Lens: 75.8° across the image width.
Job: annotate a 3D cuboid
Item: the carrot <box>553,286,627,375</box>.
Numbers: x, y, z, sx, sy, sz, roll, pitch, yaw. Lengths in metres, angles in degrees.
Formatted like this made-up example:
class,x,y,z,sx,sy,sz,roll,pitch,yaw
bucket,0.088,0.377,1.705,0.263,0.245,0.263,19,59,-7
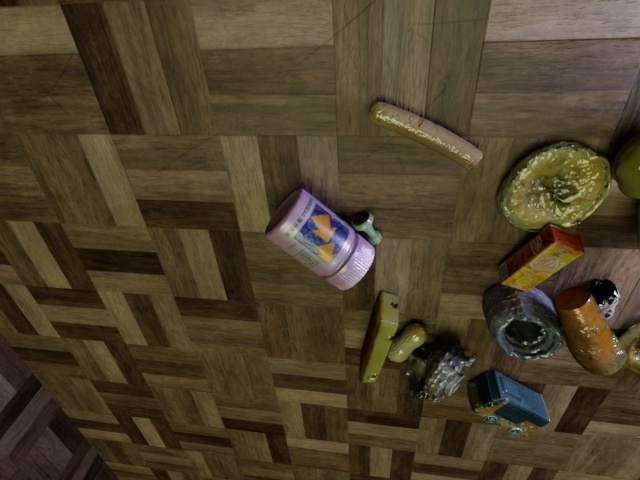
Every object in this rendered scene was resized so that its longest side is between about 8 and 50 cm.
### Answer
class,x,y,z,sx,sy,sz,roll,pitch,yaw
carrot,0.772,0.273,1.190,0.138,0.139,0.302,-29,112,29

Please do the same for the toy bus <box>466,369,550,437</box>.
class,x,y,z,sx,sy,sz,roll,pitch,yaw
toy bus,0.719,0.626,1.582,0.275,0.138,0.167,28,126,-13

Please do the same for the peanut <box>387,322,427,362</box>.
class,x,y,z,sx,sy,sz,roll,pitch,yaw
peanut,0.311,0.377,1.498,0.087,0.087,0.207,27,128,-10

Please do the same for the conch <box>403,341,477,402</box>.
class,x,y,z,sx,sy,sz,roll,pitch,yaw
conch,0.420,0.480,1.467,0.186,0.241,0.313,44,137,-6

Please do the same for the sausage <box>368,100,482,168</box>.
class,x,y,z,sx,sy,sz,roll,pitch,yaw
sausage,0.260,-0.266,1.024,0.301,0.066,0.066,23,128,-9

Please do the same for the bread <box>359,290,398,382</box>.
class,x,y,z,sx,sy,sz,roll,pitch,yaw
bread,0.204,0.356,1.471,0.077,0.138,0.361,9,129,1

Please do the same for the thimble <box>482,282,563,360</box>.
class,x,y,z,sx,sy,sz,roll,pitch,yaw
thimble,0.630,0.252,1.287,0.205,0.172,0.236,-24,118,23

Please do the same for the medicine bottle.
class,x,y,z,sx,sy,sz,roll,pitch,yaw
medicine bottle,0.000,0.000,1.206,0.290,0.178,0.178,37,125,-16

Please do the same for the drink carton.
class,x,y,z,sx,sy,sz,roll,pitch,yaw
drink carton,0.616,0.055,1.165,0.096,0.071,0.223,17,141,-9

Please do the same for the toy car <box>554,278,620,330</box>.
class,x,y,z,sx,sy,sz,roll,pitch,yaw
toy car,0.833,0.209,1.263,0.108,0.089,0.210,28,129,-9

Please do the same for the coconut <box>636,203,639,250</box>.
class,x,y,z,sx,sy,sz,roll,pitch,yaw
coconut,0.889,-0.036,0.992,0.204,0.236,0.236,-1,133,48

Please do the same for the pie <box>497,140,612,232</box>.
class,x,y,z,sx,sy,sz,roll,pitch,yaw
pie,0.599,-0.130,1.066,0.274,0.055,0.274,5,129,7

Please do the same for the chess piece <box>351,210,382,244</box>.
class,x,y,z,sx,sy,sz,roll,pitch,yaw
chess piece,0.145,-0.033,1.230,0.067,0.067,0.103,-22,129,25

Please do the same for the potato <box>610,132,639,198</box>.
class,x,y,z,sx,sy,sz,roll,pitch,yaw
potato,0.777,-0.180,0.928,0.200,0.155,0.137,-17,139,23

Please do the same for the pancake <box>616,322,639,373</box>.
class,x,y,z,sx,sy,sz,roll,pitch,yaw
pancake,1.140,0.333,1.315,0.356,0.065,0.356,7,132,7
